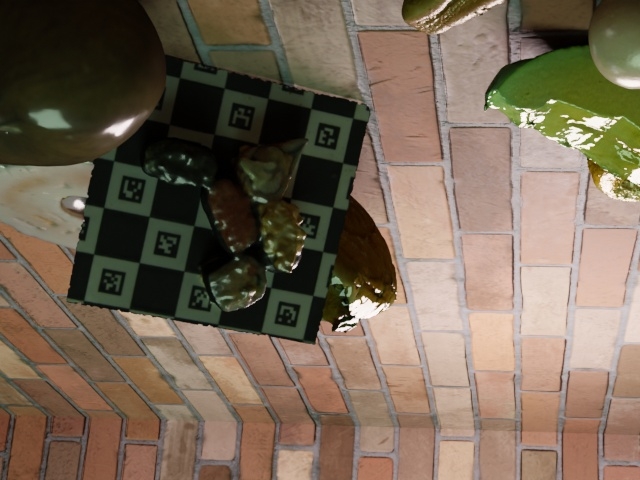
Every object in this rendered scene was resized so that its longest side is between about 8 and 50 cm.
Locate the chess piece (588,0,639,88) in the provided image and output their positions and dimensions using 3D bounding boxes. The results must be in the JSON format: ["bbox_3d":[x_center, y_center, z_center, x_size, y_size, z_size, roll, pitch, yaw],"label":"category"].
[{"bbox_3d":[0.444,-0.233,1.607,0.300,0.167,0.167,-4,158,29],"label":"chess piece"}]

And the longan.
[{"bbox_3d":[-0.326,-0.200,1.657,0.300,0.300,0.243,-3,114,18],"label":"longan"}]

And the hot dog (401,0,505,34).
[{"bbox_3d":[0.186,-0.300,1.591,0.088,0.061,0.286,21,154,-30],"label":"hot dog"}]

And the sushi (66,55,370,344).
[{"bbox_3d":[-0.124,-0.049,1.912,0.359,0.343,0.064,12,-176,-18],"label":"sushi"}]

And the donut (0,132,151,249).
[{"bbox_3d":[-0.317,-0.103,2.073,0.383,0.142,0.382,4,158,2],"label":"donut"}]

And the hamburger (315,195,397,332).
[{"bbox_3d":[0.000,0.002,2.138,0.134,0.265,0.285,-31,162,17],"label":"hamburger"}]

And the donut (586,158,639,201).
[{"bbox_3d":[0.452,-0.106,2.033,0.162,0.065,0.178,-3,157,15],"label":"donut"}]

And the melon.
[{"bbox_3d":[0.355,-0.168,1.824,0.324,0.124,0.196,22,147,-19],"label":"melon"}]
